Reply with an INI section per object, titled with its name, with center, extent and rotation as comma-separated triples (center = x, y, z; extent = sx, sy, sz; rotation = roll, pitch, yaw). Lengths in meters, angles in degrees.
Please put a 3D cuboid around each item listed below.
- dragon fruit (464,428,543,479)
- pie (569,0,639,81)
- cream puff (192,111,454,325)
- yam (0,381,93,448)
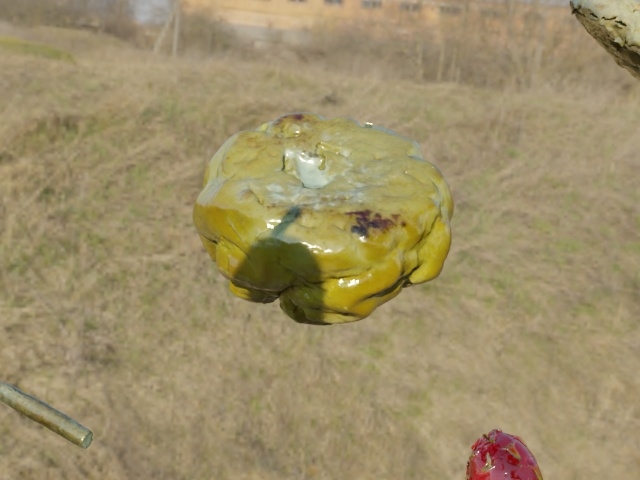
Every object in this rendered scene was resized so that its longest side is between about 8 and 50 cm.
[dragon fruit]
center = 0.236, 0.318, 1.157
extent = 0.094, 0.190, 0.094
rotation = -23, -10, -4
[pie]
center = 0.346, -0.162, 0.960
extent = 0.274, 0.055, 0.274
rotation = 39, 19, -16
[cream puff]
center = 0.001, 0.001, 1.253
extent = 0.325, 0.257, 0.291
rotation = 11, 44, 7
[yam]
center = -0.265, 0.165, 0.927
extent = 0.116, 0.021, 0.021
rotation = 24, 17, 21
